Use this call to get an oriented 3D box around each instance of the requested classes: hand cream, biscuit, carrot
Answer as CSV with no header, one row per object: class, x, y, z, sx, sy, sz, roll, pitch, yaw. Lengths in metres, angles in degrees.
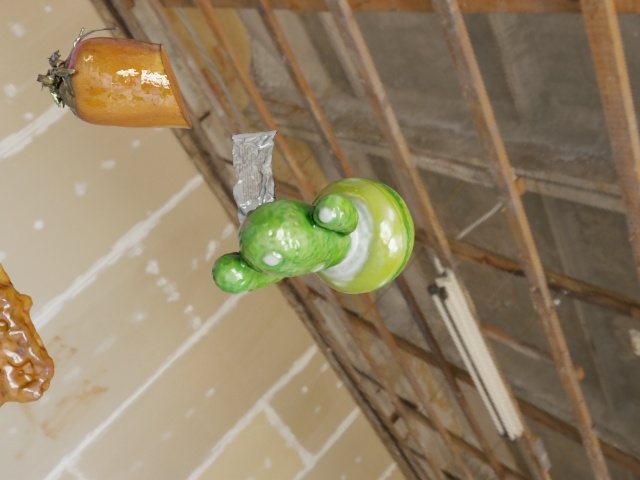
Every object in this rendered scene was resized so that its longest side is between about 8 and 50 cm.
hand cream,-0.107,-0.084,1.165,0.050,0.084,0.257,70,13,-61
biscuit,-0.669,0.176,1.261,0.110,0.312,0.318,-91,160,-70
carrot,-0.450,-0.348,1.525,0.193,0.331,0.214,-106,-163,-57

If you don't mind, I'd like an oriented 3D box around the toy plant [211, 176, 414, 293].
toy plant,0.000,0.000,1.028,0.224,0.316,0.184,-34,-104,34
